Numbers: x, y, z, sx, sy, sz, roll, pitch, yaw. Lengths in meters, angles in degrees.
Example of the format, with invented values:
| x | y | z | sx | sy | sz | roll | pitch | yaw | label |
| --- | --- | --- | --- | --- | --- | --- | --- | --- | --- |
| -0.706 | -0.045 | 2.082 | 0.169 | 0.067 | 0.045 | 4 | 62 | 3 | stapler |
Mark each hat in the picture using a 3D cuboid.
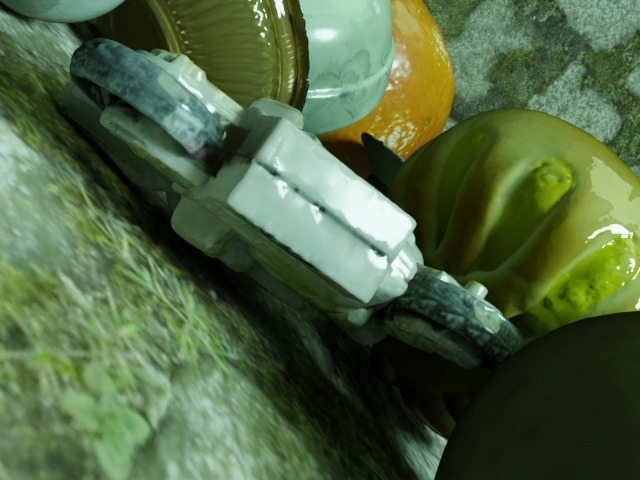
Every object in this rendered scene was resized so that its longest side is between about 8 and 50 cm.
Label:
| x | y | z | sx | sy | sz | roll | pitch | yaw | label |
| --- | --- | --- | --- | --- | --- | --- | --- | --- | --- |
| 0.102 | -0.018 | 0.984 | 0.257 | 0.130 | 0.257 | 46 | 3 | -3 | hat |

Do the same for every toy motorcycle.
| x | y | z | sx | sy | sz | roll | pitch | yaw | label |
| --- | --- | --- | --- | --- | --- | --- | --- | --- | --- |
| -0.024 | -0.016 | 0.490 | 0.340 | 0.108 | 0.223 | 36 | -9 | -19 | toy motorcycle |

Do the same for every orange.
| x | y | z | sx | sy | sz | roll | pitch | yaw | label |
| --- | --- | --- | --- | --- | --- | --- | --- | --- | --- |
| 0.021 | -0.277 | 1.181 | 0.424 | 0.326 | 0.424 | 47 | -8 | 9 | orange |

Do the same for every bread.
| x | y | z | sx | sy | sz | roll | pitch | yaw | label |
| --- | --- | --- | --- | --- | --- | --- | --- | --- | --- |
| 0.144 | 0.053 | 0.611 | 0.160 | 0.333 | 0.333 | -13 | 52 | -29 | bread |

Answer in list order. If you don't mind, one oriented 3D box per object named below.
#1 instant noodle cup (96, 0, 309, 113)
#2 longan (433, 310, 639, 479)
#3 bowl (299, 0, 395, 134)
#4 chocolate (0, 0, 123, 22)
| x | y | z | sx | sy | sz | roll | pitch | yaw | label |
| --- | --- | --- | --- | --- | --- | --- | --- | --- | --- |
| -0.132 | -0.193 | 0.635 | 0.274 | 0.090 | 0.274 | 34 | -37 | 31 | instant noodle cup |
| 0.193 | 0.177 | 0.364 | 0.297 | 0.297 | 0.297 | 49 | 9 | -10 | longan |
| -0.051 | -0.281 | 0.829 | 0.307 | 0.307 | 0.163 | 56 | -32 | 32 | bowl |
| -0.202 | -0.236 | 0.500 | 0.221 | 0.221 | 0.147 | 52 | -18 | 10 | chocolate |
